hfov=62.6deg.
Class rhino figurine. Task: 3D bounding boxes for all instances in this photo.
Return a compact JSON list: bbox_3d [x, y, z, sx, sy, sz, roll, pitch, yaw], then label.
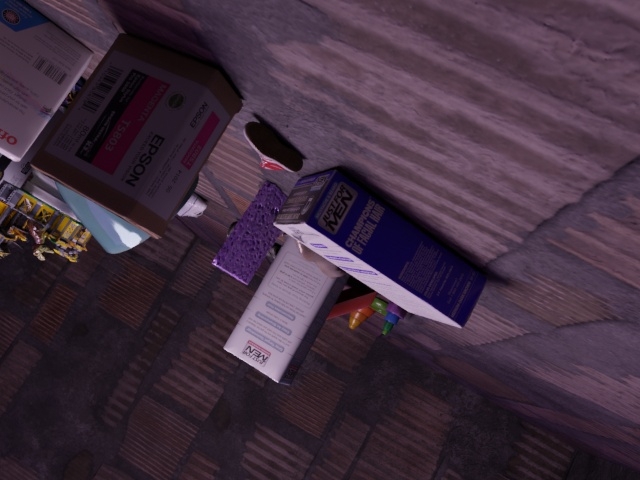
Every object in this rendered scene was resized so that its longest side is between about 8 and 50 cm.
[{"bbox_3d":[0.000,0.000,1.111,0.073,0.106,0.243,19,165,42],"label":"rhino figurine"}]

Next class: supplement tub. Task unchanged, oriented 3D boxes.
[{"bbox_3d":[-0.632,-0.205,1.404,0.191,0.272,0.191,29,169,6],"label":"supplement tub"}]

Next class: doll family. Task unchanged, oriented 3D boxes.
[{"bbox_3d":[-0.565,-0.327,1.203,0.111,0.076,0.193,36,166,-6],"label":"doll family"}]

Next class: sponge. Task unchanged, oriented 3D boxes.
[{"bbox_3d":[-0.138,-0.014,1.138,0.031,0.210,0.117,26,168,31],"label":"sponge"}]

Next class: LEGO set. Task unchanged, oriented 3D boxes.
[{"bbox_3d":[-0.743,-0.004,1.356,0.254,0.192,0.331,34,169,-19],"label":"LEGO set"}]

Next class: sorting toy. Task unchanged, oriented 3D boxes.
[{"bbox_3d":[0.180,0.268,1.835,0.127,0.126,0.365,33,170,-14],"label":"sorting toy"}]

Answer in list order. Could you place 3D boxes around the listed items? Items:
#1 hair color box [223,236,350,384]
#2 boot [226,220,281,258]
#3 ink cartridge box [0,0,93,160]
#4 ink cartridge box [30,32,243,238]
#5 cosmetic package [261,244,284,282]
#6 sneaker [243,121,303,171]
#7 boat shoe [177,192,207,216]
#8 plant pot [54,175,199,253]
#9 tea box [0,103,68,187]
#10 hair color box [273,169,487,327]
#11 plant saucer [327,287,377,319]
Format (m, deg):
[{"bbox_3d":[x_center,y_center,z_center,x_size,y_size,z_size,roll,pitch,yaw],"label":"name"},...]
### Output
[{"bbox_3d":[-0.082,0.184,1.456,0.185,0.375,0.114,26,169,21],"label":"hair color box"},{"bbox_3d":[-0.217,0.009,1.869,0.161,0.084,0.246,18,171,22],"label":"boot"},{"bbox_3d":[-0.555,-0.282,0.941,0.171,0.233,0.168,36,168,-28],"label":"ink cartridge box"},{"bbox_3d":[-0.254,-0.151,0.738,0.193,0.235,0.088,25,169,22],"label":"ink cartridge box"},{"bbox_3d":[-0.081,0.113,1.739,0.151,0.151,0.183,32,170,-13],"label":"cosmetic package"},{"bbox_3d":[-0.089,-0.147,0.841,0.118,0.042,0.067,35,165,-37],"label":"sneaker"},{"bbox_3d":[-0.456,-0.113,1.878,0.075,0.083,0.226,34,168,-16],"label":"boat shoe"},{"bbox_3d":[-0.475,-0.155,1.237,0.293,0.293,0.235,16,149,52],"label":"plant pot"},{"bbox_3d":[-0.888,-0.329,1.358,0.219,0.329,0.323,26,170,20],"label":"tea box"},{"bbox_3d":[0.100,0.017,0.926,0.338,0.110,0.185,32,171,-19],"label":"hair color box"},{"bbox_3d":[0.034,0.216,1.729,0.259,0.258,0.048,172,83,-74],"label":"plant saucer"}]
